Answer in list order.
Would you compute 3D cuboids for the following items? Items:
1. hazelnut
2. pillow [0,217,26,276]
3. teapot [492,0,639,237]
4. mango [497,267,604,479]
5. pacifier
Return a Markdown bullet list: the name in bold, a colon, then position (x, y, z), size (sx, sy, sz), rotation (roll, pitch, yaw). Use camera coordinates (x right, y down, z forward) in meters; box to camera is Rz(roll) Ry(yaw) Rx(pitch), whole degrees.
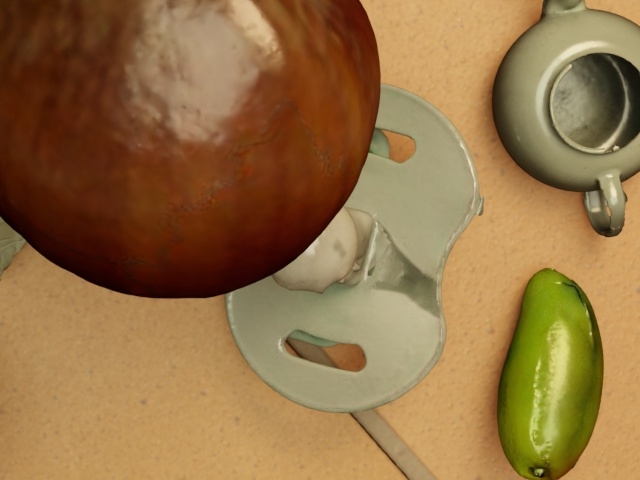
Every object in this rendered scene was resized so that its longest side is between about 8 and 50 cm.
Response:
- **hazelnut**: position (-0.137, -0.155, 1.236), size (0.409, 0.359, 0.359), rotation (43, 88, 17)
- **pillow**: position (-0.372, -0.136, 1.451), size (0.310, 0.138, 0.283), rotation (42, 92, -13)
- **teapot**: position (0.279, -0.146, 1.519), size (0.193, 0.129, 0.294), rotation (-13, 98, -3)
- **mango**: position (0.246, 0.143, 1.545), size (0.111, 0.125, 0.232), rotation (8, 70, -7)
- **pacifier**: position (0.000, 0.000, 1.443), size (0.288, 0.269, 0.343), rotation (11, 89, 18)
